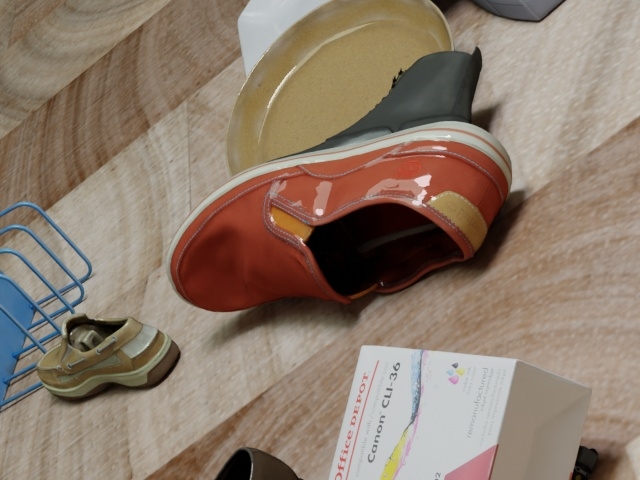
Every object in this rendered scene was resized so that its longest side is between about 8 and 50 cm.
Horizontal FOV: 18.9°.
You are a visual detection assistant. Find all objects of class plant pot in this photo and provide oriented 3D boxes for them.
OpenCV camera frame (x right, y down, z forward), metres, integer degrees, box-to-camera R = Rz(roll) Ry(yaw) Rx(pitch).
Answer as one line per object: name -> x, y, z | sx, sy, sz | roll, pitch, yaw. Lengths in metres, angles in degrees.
plant pot -> 0.021, -0.117, 1.681 | 0.236, 0.032, 0.236 | -21, 49, 27

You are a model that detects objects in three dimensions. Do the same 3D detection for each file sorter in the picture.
file sorter -> -0.303, 0.062, 1.863 | 0.104, 0.118, 0.170 | -27, 29, 24

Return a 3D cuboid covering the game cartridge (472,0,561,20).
game cartridge -> 0.196, -0.301, 1.760 | 0.196, 0.060, 0.294 | -45, 24, 8

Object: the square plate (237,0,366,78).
square plate -> 0.039, -0.286, 1.899 | 0.344, 0.049, 0.347 | -53, 20, 18

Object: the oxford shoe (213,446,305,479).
oxford shoe -> -0.098, 0.235, 1.293 | 0.227, 0.096, 0.083 | -54, 28, -19

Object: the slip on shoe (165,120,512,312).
slip on shoe -> 0.000, 0.000, 1.504 | 0.331, 0.123, 0.101 | -17, 39, 37

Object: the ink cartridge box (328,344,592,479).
ink cartridge box -> 0.069, 0.130, 1.192 | 0.198, 0.067, 0.115 | 0, 72, 57

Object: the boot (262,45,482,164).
boot -> 0.041, -0.087, 1.579 | 0.198, 0.077, 0.137 | -4, 52, 24

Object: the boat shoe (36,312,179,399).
boat shoe -> -0.204, 0.092, 1.710 | 0.190, 0.072, 0.068 | -15, 37, 47

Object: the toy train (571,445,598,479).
toy train -> 0.116, 0.134, 1.211 | 0.158, 0.027, 0.036 | 6, 66, 59
